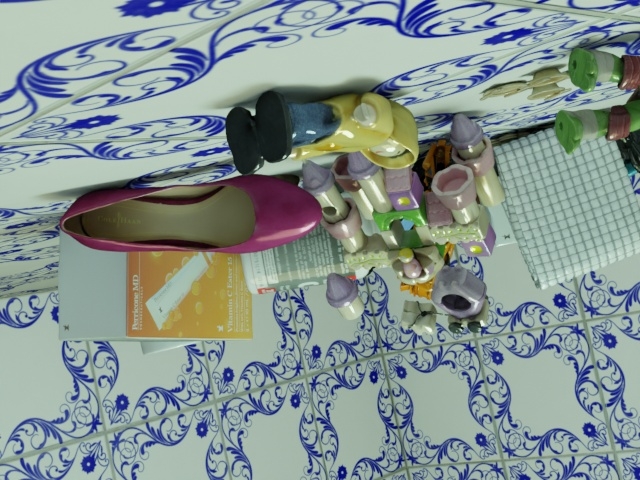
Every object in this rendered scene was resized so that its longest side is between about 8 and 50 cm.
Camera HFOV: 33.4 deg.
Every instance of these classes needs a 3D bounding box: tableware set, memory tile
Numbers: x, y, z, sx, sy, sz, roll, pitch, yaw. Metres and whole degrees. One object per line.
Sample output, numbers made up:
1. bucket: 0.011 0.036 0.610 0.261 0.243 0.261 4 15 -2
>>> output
1. tableware set: 0.315 -0.217 1.483 0.168 0.020 0.141 -10 176 -33
2. memory tile: 0.378 -0.197 2.070 0.148 0.012 0.113 -11 176 -33

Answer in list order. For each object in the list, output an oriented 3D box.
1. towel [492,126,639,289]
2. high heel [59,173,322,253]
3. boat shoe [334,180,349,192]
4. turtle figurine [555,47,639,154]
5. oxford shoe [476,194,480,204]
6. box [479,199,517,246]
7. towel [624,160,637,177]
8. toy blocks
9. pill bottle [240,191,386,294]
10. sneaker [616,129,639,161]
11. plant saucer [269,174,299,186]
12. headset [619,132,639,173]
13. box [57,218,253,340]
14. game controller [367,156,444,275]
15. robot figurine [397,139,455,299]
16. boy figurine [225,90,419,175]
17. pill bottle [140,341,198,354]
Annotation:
1. towel: 0.463 -0.077 2.014 0.235 0.284 0.121 -21 -179 6
2. high heel: -0.194 -0.026 1.602 0.377 0.127 0.181 -4 -171 16
3. boat shoe: 0.077 -0.077 2.137 0.103 0.118 0.320 -8 170 1
4. turtle figurine: 0.448 -0.155 1.322 0.266 0.275 0.198 -3 159 -10
5. oxford shoe: 0.368 -0.109 2.571 0.130 0.123 0.348 -16 180 -30
6. box: 0.417 -0.102 2.162 0.182 0.181 0.119 -12 -164 0
7. towel: 0.741 -0.194 2.230 0.370 0.040 0.271 -29 178 26
8. toy blocks: 0.112 -0.051 1.640 0.288 0.309 0.260 -6 137 27
9. pill bottle: 0.000 0.000 1.928 0.283 0.161 0.161 -8 177 2
10. sneaker: 0.588 -0.179 2.301 0.281 0.105 0.115 -15 175 26
11. plant saucer: -0.171 -0.071 1.980 0.277 0.041 0.278 -12 175 -1
12. headset: 0.730 -0.243 1.907 0.394 0.185 0.243 -30 174 22
13. box: -0.291 0.076 1.936 0.168 0.215 0.345 -5 173 34
14. game controller: 0.170 -0.051 2.125 0.166 0.067 0.319 -15 149 -47
15. robot figurine: 0.209 -0.049 1.900 0.085 0.291 0.211 12 167 10
16. boy figurine: 0.014 -0.129 1.304 0.177 0.092 0.285 -19 170 40
17. pill bottle: -0.327 0.092 2.175 0.153 0.265 0.153 -12 177 -1
